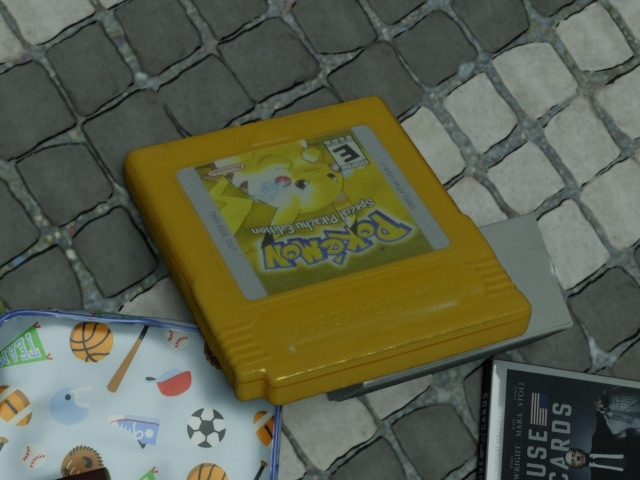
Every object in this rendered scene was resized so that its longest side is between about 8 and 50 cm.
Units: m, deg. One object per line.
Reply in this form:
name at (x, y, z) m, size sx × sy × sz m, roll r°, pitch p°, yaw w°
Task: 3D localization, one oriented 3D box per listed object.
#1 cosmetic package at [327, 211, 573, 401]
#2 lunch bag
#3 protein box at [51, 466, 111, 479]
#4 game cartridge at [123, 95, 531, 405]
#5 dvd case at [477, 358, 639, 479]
cosmetic package at (0.114, 0.066, 1.617) m, size 0.238 × 0.107 × 0.127 m, roll -12°, pitch 80°, yaw -22°
lunch bag at (-0.187, 0.190, 1.487) m, size 0.303 × 0.115 × 0.243 m, roll 7°, pitch 80°, yaw -14°
protein box at (-0.247, 0.326, 1.357) m, size 0.201 × 0.136 × 0.200 m, roll -13°, pitch 115°, yaw -7°
game cartridge at (0.000, 0.000, 1.534) m, size 0.285 × 0.053 × 0.324 m, roll -15°, pitch 46°, yaw -20°
dvd case at (0.275, 0.225, 1.665) m, size 0.238 × 0.029 × 0.179 m, roll 10°, pitch 74°, yaw -15°
